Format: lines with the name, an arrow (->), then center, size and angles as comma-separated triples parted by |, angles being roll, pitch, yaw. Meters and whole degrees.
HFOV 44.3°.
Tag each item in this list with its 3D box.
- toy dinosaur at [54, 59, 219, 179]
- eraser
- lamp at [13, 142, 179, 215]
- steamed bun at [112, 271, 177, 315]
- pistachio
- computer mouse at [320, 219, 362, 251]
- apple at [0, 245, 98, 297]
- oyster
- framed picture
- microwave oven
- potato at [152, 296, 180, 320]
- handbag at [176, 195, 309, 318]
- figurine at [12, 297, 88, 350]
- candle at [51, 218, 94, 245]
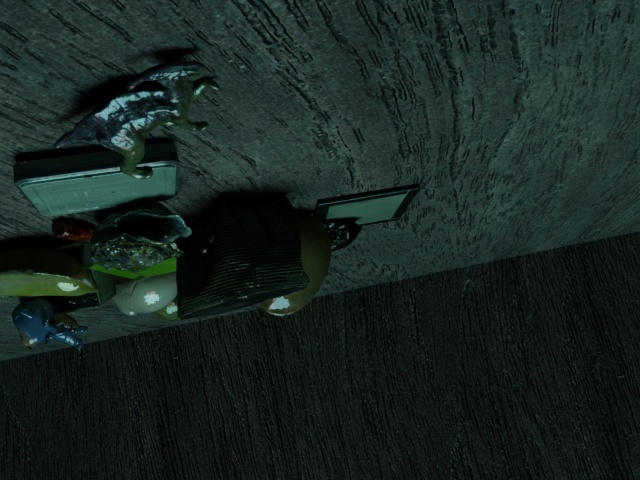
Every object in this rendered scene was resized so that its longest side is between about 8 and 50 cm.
toy dinosaur -> -0.252, -0.178, 1.125 | 0.294, 0.077, 0.162 | -34, 153, 30
eraser -> -0.443, 0.031, 1.943 | 0.209, 0.092, 0.274 | -12, 170, 10
lamp -> -0.390, -0.105, 1.413 | 0.268, 0.047, 0.266 | -9, 172, -11
steamed bun -> -0.486, 0.132, 2.184 | 0.228, 0.131, 0.177 | -8, -162, 32
pistachio -> -0.076, 0.061, 2.003 | 0.212, 0.261, 0.163 | -1, 178, -4
computer mouse -> 0.000, 0.000, 2.148 | 0.241, 0.078, 0.146 | -12, 167, 7
apple -> -0.670, 0.067, 1.829 | 0.264, 0.120, 0.193 | -3, 163, 3
oyster -> -0.397, -0.006, 1.631 | 0.162, 0.158, 0.351 | 43, 157, -26
framed picture -> 0.110, -0.078, 2.090 | 0.264, 0.016, 0.347 | -9, 169, -5
microwave oven -> -0.647, 0.111, 2.001 | 0.204, 0.129, 0.163 | -11, -173, 1
potato -> -0.440, 0.180, 2.521 | 0.251, 0.159, 0.174 | -12, -164, -42
handbag -> -0.193, 0.038, 1.820 | 0.247, 0.240, 0.340 | -4, 168, -38
figurine -> -0.663, 0.220, 1.899 | 0.178, 0.114, 0.145 | 25, 111, -22
candle -> -0.532, -0.014, 1.737 | 0.053, 0.048, 0.162 | 17, 180, 19
